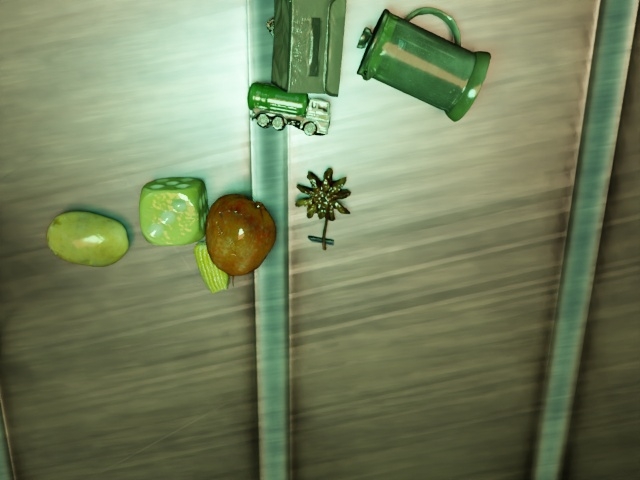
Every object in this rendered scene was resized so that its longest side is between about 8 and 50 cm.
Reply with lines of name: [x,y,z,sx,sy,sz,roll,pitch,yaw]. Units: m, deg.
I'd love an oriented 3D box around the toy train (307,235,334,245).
toy train: [0.000,0.000,1.962,0.083,0.017,0.017,10,116,-5]

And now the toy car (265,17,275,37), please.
toy car: [-0.114,-0.566,1.758,0.041,0.025,0.093,-29,115,4]

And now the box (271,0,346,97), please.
box: [-0.038,-0.521,1.682,0.153,0.188,0.253,-3,113,-17]

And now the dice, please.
dice: [-0.420,-0.085,1.842,0.169,0.169,0.166,-2,110,-1]

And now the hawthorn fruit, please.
hawthorn fruit: [-0.243,0.012,1.862,0.211,0.211,0.299,16,109,-7]

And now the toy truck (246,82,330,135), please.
toy truck: [-0.089,-0.365,1.792,0.242,0.101,0.125,11,97,-2]

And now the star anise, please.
star anise: [0.025,-0.103,1.898,0.177,0.073,0.234,-29,110,13]

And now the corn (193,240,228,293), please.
corn: [-0.331,0.080,1.961,0.085,0.063,0.165,-23,112,-19]

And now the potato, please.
potato: [-0.689,0.001,1.892,0.233,0.146,0.150,12,139,-6]

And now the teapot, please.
teapot: [0.270,-0.502,1.715,0.336,0.200,0.271,22,81,-7]
